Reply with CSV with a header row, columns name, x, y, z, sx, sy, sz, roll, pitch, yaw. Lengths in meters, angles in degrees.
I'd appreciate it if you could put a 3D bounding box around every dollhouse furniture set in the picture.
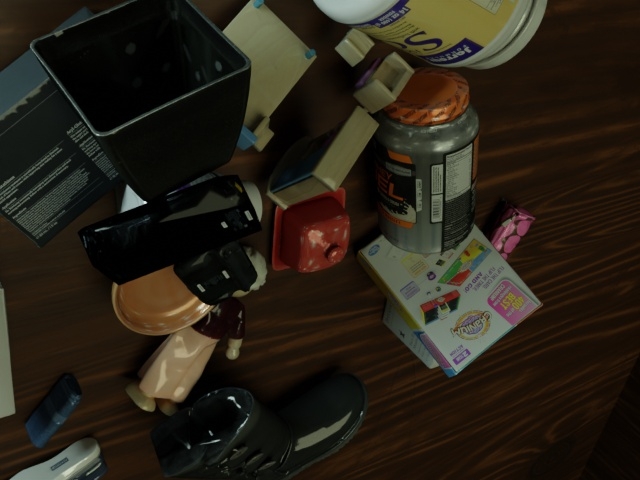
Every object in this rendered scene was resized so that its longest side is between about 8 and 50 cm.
name,x,y,z,sx,sy,sz,roll,pitch,yaw
dollhouse furniture set,-0.072,-0.244,1.097,0.303,0.198,0.286,40,68,-18

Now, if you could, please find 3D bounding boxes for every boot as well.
name,x,y,z,sx,sy,sz,roll,pitch,yaw
boot,-0.488,0.449,1.275,0.190,0.069,0.086,-26,131,-24
boot,-0.097,0.365,1.418,0.367,0.146,0.445,-42,148,-4

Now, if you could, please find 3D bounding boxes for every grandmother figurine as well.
name,x,y,z,sx,sy,sz,roll,pitch,yaw
grandmother figurine,-0.218,0.156,1.259,0.342,0.104,0.208,-54,145,3

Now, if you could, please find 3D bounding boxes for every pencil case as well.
name,x,y,z,sx,sy,sz,roll,pitch,yaw
pencil case,0.429,0.009,1.673,0.209,0.095,0.098,-62,171,14

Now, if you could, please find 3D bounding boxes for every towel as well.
name,x,y,z,sx,sy,sz,roll,pitch,yaw
towel,-0.456,0.293,1.186,0.119,0.067,0.029,-50,136,3

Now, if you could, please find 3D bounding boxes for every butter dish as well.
name,x,y,z,sx,sy,sz,roll,pitch,yaw
butter dish,0.000,0.000,1.297,0.159,0.118,0.160,-15,129,-29

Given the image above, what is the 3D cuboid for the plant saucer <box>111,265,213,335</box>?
name,x,y,z,sx,sy,sz,roll,pitch,yaw
plant saucer,-0.243,0.064,1.116,0.199,0.037,0.200,-22,134,-25

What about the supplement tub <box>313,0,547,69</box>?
name,x,y,z,sx,sy,sz,roll,pitch,yaw
supplement tub,0.166,-0.402,1.037,0.331,0.241,0.241,9,115,-42

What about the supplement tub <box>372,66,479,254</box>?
name,x,y,z,sx,sy,sz,roll,pitch,yaw
supplement tub,0.196,-0.146,1.290,0.193,0.193,0.316,-27,134,-21

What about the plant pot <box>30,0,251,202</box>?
name,x,y,z,sx,sy,sz,roll,pitch,yaw
plant pot,-0.199,-0.160,0.831,0.187,0.188,0.167,-31,149,-19

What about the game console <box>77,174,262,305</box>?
name,x,y,z,sx,sy,sz,roll,pitch,yaw
game console,-0.180,0.026,0.994,0.213,0.044,0.361,-21,158,-2

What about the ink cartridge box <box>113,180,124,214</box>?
name,x,y,z,sx,sy,sz,roll,pitch,yaw
ink cartridge box,-0.262,-0.030,1.103,0.108,0.062,0.209,-19,131,-28

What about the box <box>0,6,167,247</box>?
name,x,y,z,sx,sy,sz,roll,pitch,yaw
box,-0.344,-0.148,0.918,0.261,0.103,0.184,-41,141,-7

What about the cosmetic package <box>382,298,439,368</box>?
name,x,y,z,sx,sy,sz,roll,pitch,yaw
cosmetic package,0.263,0.162,1.582,0.151,0.183,0.151,-15,129,-31

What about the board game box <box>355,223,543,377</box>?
name,x,y,z,sx,sy,sz,roll,pitch,yaw
board game box,0.264,0.085,1.438,0.242,0.317,0.064,-35,168,-12

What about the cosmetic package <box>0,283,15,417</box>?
name,x,y,z,sx,sy,sz,roll,pitch,yaw
cosmetic package,-0.498,0.147,1.020,0.060,0.099,0.239,-14,129,-34

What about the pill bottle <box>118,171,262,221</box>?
name,x,y,z,sx,sy,sz,roll,pitch,yaw
pill bottle,-0.188,-0.046,1.021,0.193,0.108,0.108,-6,124,-37
